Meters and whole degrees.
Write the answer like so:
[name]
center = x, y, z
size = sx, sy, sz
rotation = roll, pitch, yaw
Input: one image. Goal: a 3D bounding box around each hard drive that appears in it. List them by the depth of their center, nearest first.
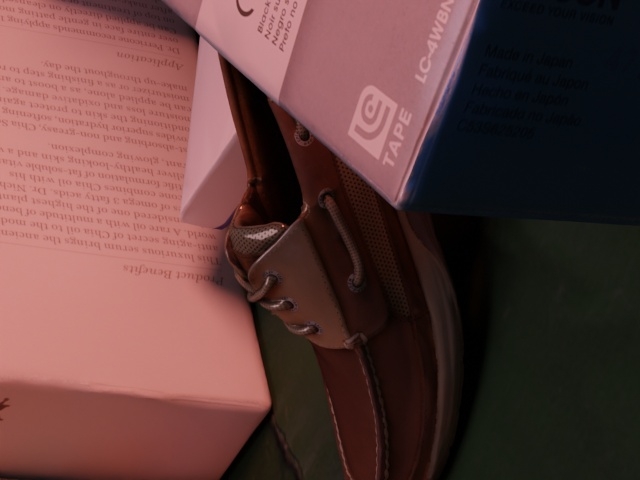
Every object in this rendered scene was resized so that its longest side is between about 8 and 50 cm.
[hard drive]
center = -0.037, -0.193, 1.237
size = 0.210, 0.040, 0.319
rotation = 131, 147, -57

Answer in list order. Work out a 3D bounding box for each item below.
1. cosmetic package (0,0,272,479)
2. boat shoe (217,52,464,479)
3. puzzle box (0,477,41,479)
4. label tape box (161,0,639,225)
[cosmetic package]
center = -0.204, -0.022, 1.386
size = 0.161, 0.230, 0.453
rotation = -57, 34, 42
[boat shoe]
center = 0.000, 0.000, 1.021
size = 0.123, 0.116, 0.324
rotation = 12, 113, 65
[puzzle box]
center = -0.115, 0.228, 1.082
size = 0.409, 0.272, 0.052
rotation = 23, 103, 63
[label tape box]
center = 0.061, -0.131, 0.793
size = 0.348, 0.249, 0.115
rotation = 47, 125, 46
